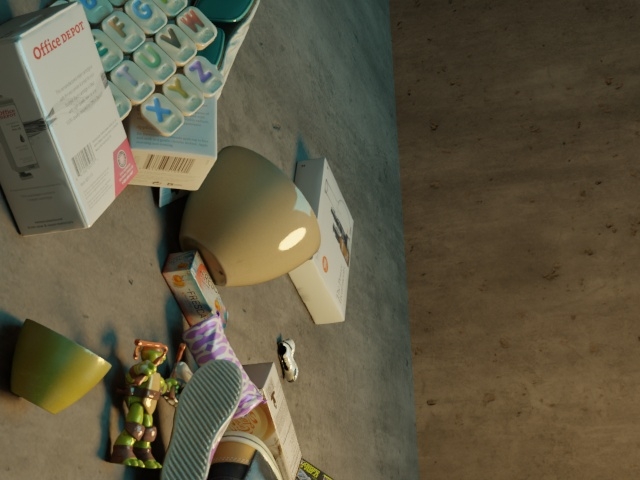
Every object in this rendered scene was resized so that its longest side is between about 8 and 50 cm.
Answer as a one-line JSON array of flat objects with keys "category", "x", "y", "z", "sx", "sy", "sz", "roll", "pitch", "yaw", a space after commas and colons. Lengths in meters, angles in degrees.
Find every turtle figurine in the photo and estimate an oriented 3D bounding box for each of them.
[{"category": "turtle figurine", "x": -0.294, "y": 0.259, "z": 1.550, "sx": 0.269, "sy": 0.087, "sz": 0.217, "roll": 83, "pitch": 14, "yaw": -75}]

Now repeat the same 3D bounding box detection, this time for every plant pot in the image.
[{"category": "plant pot", "x": -0.167, "y": -0.018, "z": 1.869, "sx": 0.191, "sy": 0.284, "sz": 0.284, "roll": -44, "pitch": 133, "yaw": -28}, {"category": "plant pot", "x": -0.370, "y": 0.182, "z": 1.300, "sx": 0.095, "sy": 0.134, "sz": 0.134, "roll": -62, "pitch": 151, "yaw": -16}]

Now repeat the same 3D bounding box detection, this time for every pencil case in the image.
[{"category": "pencil case", "x": -0.183, "y": 0.242, "z": 1.795, "sx": 0.206, "sy": 0.088, "sz": 0.086, "roll": 60, "pitch": -12, "yaw": 3}]

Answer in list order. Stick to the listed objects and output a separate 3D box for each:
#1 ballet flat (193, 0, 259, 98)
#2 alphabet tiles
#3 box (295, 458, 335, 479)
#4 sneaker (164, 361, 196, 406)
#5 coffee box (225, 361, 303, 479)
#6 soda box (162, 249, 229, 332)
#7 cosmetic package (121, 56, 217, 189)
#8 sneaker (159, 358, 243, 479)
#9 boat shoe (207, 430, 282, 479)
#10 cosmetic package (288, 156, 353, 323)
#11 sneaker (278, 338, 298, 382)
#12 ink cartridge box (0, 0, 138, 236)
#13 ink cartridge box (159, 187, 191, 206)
[{"category": "ballet flat", "x": -0.227, "y": -0.435, "z": 2.064, "sx": 0.139, "sy": 0.139, "sz": 0.400, "roll": 67, "pitch": 27, "yaw": -42}, {"category": "alphabet tiles", "x": -0.299, "y": -0.314, "z": 1.549, "sx": 0.278, "sy": 0.021, "sz": 0.284, "roll": 45, "pitch": 57, "yaw": -7}, {"category": "box", "x": 0.004, "y": 0.612, "z": 2.130, "sx": 0.060, "sy": 0.270, "sz": 0.216, "roll": -59, "pitch": 173, "yaw": 16}, {"category": "sneaker", "x": -0.231, "y": 0.296, "z": 1.789, "sx": 0.190, "sy": 0.071, "sz": 0.083, "roll": 66, "pitch": 17, "yaw": -44}, {"category": "coffee box", "x": -0.139, "y": 0.381, "z": 1.931, "sx": 0.098, "sy": 0.141, "sz": 0.246, "roll": -69, "pitch": 148, "yaw": -61}, {"category": "soda box", "x": -0.241, "y": 0.104, "z": 1.842, "sx": 0.058, "sy": 0.063, "sz": 0.183, "roll": -79, "pitch": 156, "yaw": -47}, {"category": "cosmetic package", "x": -0.268, "y": -0.203, "z": 1.639, "sx": 0.151, "sy": 0.151, "sz": 0.183, "roll": 136, "pitch": -44, "yaw": -62}, {"category": "sneaker", "x": -0.222, "y": 0.356, "z": 1.688, "sx": 0.161, "sy": 0.102, "sz": 0.282, "roll": 105, "pitch": 7, "yaw": -55}, {"category": "boat shoe", "x": -0.101, "y": 0.599, "z": 1.896, "sx": 0.156, "sy": 0.187, "sz": 0.500, "roll": -76, "pitch": 147, "yaw": -52}, {"category": "cosmetic package", "x": 0.000, "y": 0.000, "z": 2.650, "sx": 0.284, "sy": 0.098, "sz": 0.377, "roll": 61, "pitch": 27, "yaw": -45}, {"category": "sneaker", "x": -0.085, "y": 0.299, "z": 2.341, "sx": 0.044, "sy": 0.040, "sz": 0.109, "roll": 1, "pitch": 78, "yaw": -57}, {"category": "ink cartridge box", "x": -0.390, "y": -0.179, "z": 1.373, "sx": 0.207, "sy": 0.117, "sz": 0.283, "roll": -67, "pitch": 146, "yaw": -60}, {"category": "ink cartridge box", "x": -0.297, "y": -0.192, "z": 1.846, "sx": 0.181, "sy": 0.056, "sz": 0.224, "roll": -41, "pitch": 139, "yaw": -71}]
